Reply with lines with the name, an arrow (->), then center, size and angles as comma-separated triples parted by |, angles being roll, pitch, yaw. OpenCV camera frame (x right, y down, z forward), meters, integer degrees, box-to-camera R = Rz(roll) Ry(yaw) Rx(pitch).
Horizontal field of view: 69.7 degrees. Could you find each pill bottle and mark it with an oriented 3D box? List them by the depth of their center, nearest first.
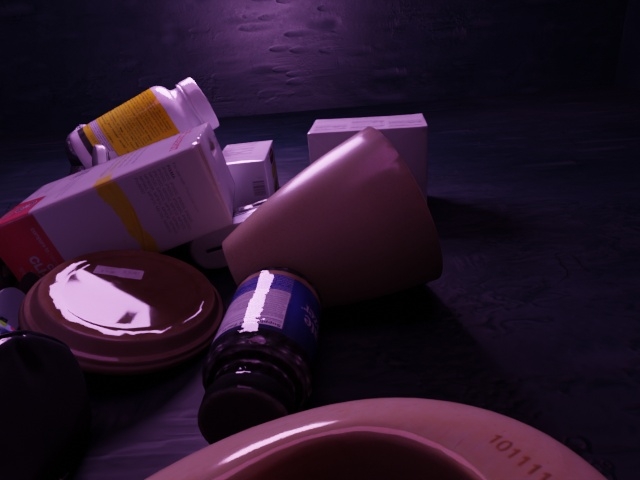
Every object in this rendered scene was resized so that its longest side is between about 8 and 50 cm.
pill bottle -> -0.064, 0.131, 0.533 | 0.122, 0.123, 0.219 | -3, 25, 5
pill bottle -> -0.439, -0.272, 1.181 | 0.333, 0.188, 0.188 | -34, 30, -8

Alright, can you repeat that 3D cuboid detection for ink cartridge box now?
ink cartridge box -> -0.370, -0.072, 0.897 | 0.384, 0.161, 0.279 | -22, 24, 0

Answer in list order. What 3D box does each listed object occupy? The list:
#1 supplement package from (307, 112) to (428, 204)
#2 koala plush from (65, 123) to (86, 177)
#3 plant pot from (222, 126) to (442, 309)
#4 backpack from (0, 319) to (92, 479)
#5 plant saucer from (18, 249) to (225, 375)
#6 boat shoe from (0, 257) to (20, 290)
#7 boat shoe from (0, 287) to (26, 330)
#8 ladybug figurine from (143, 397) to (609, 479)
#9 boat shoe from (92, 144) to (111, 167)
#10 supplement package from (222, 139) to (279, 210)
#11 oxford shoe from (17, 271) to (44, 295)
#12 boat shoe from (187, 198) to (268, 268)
supplement package -> 0.116, -0.179, 1.091 | 0.261, 0.204, 0.145 | -1, 26, 9
koala plush -> -0.658, -0.218, 1.313 | 0.203, 0.222, 0.196 | -12, 25, -15
plant pot -> 0.000, 0.000, 0.706 | 0.273, 0.257, 0.256 | -24, 26, -3
backpack -> -0.434, 0.162, 0.370 | 0.355, 0.274, 0.290 | -15, 4, -1
plant saucer -> -0.277, 0.086, 0.672 | 0.277, 0.041, 0.278 | 12, 24, -6
boat shoe -> -0.622, 0.029, 0.861 | 0.132, 0.130, 0.355 | -16, 26, -26
boat shoe -> -0.488, 0.154, 0.653 | 0.083, 0.065, 0.183 | -30, 34, 18
ladybug figurine -> -0.019, 0.247, 0.213 | 0.448, 0.162, 0.305 | -17, 27, -26
boat shoe -> -0.486, -0.124, 1.077 | 0.070, 0.220, 0.078 | -14, 43, -29
supplement package -> -0.191, -0.170, 1.212 | 0.133, 0.139, 0.244 | -6, 24, 2
oxford shoe -> -0.393, 0.111, 0.719 | 0.212, 0.076, 0.076 | 29, -1, 36
boat shoe -> -0.099, -0.039, 0.921 | 0.334, 0.121, 0.119 | -11, 29, -8
